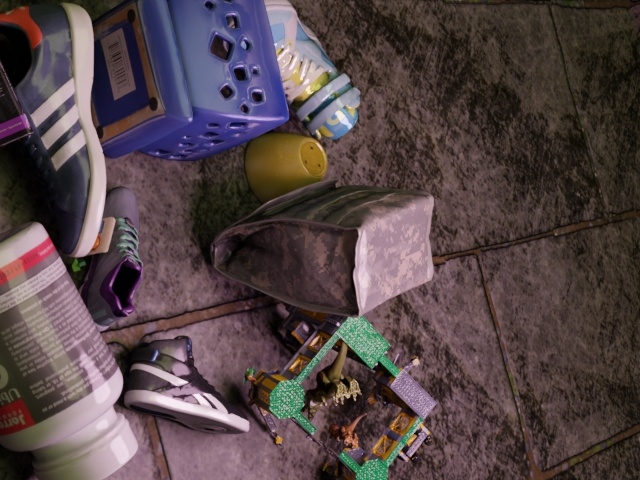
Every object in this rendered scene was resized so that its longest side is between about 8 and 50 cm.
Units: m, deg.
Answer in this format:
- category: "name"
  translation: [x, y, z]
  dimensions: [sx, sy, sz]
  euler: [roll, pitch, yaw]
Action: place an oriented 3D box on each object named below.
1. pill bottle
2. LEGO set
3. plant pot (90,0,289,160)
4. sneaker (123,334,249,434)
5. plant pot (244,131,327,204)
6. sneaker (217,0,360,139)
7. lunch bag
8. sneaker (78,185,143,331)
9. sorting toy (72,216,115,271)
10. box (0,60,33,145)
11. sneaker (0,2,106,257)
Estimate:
- category: "pill bottle"
  translation: [-0.356, 0.152, 1.602]
  dimensions: [0.176, 0.176, 0.318]
  euler: [-38, 106, -48]
- category: "LEGO set"
  translation: [0.014, 0.233, 2.044]
  dimensions: [0.331, 0.192, 0.255]
  euler: [38, 80, -31]
- category: "plant pot"
  translation: [-0.215, -0.247, 1.870]
  dimensions: [0.212, 0.236, 0.236]
  euler: [-9, 85, -44]
- category: "sneaker"
  translation: [-0.182, 0.204, 1.858]
  dimensions: [0.217, 0.079, 0.121]
  euler: [25, 60, -40]
- category: "plant pot"
  translation: [-0.045, -0.124, 2.120]
  dimensions: [0.134, 0.095, 0.134]
  euler: [20, 63, -45]
- category: "sneaker"
  translation: [-0.033, -0.267, 2.059]
  dimensions: [0.208, 0.127, 0.319]
  euler: [55, 16, 16]
- category: "lunch bag"
  translation: [0.000, 0.000, 1.986]
  dimensions: [0.235, 0.287, 0.168]
  euler: [-22, 115, -53]
- category: "sneaker"
  translation: [-0.274, 0.020, 1.804]
  dimensions: [0.083, 0.098, 0.223]
  euler: [30, 56, -39]
- category: "sorting toy"
  translation: [-0.321, 0.006, 1.783]
  dimensions: [0.012, 0.062, 0.083]
  euler: [45, 46, -47]
- category: "box"
  translation: [-0.460, -0.191, 1.661]
  dimensions: [0.029, 0.116, 0.162]
  euler: [-99, 167, -81]
- category: "sneaker"
  translation: [-0.384, -0.148, 1.737]
  dimensions: [0.148, 0.131, 0.350]
  euler: [-4, 85, -29]
